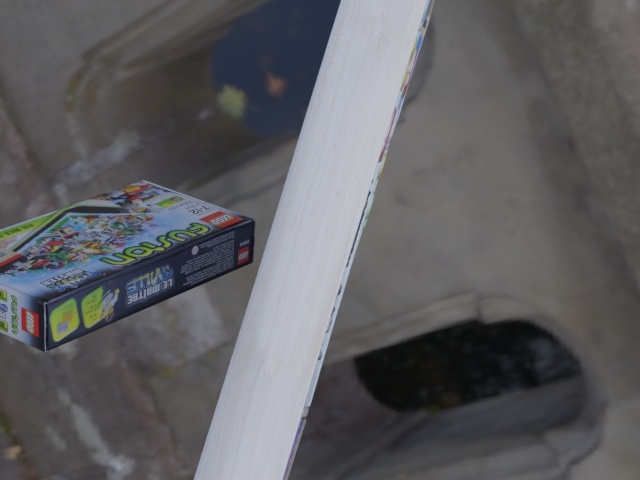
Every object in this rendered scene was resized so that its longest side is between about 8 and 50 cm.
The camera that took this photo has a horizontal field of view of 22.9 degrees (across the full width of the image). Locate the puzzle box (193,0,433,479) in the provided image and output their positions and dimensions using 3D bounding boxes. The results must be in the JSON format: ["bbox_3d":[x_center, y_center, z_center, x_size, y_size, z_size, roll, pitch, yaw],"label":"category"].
[{"bbox_3d":[0.000,0.000,1.032,0.052,0.272,0.409,17,85,3],"label":"puzzle box"}]

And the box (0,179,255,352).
[{"bbox_3d":[-0.153,0.013,1.091,0.207,0.114,0.036,-24,125,-49],"label":"box"}]
